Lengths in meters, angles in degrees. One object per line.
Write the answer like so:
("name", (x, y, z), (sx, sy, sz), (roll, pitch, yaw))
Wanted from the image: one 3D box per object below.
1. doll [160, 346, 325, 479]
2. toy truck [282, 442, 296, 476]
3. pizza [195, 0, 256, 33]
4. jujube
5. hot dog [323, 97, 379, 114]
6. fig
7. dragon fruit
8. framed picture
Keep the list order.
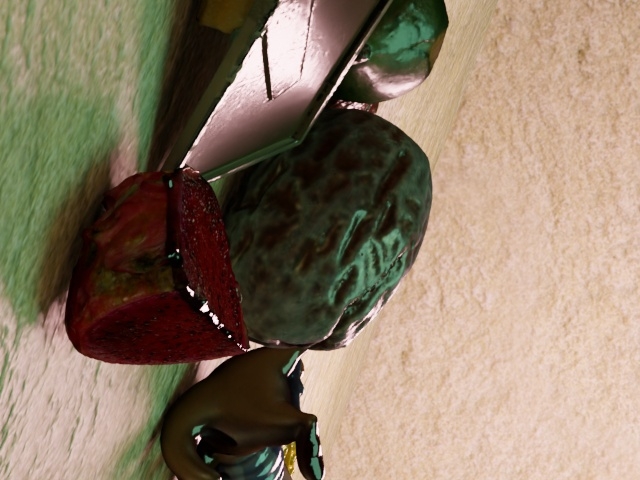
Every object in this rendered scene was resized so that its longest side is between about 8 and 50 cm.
("doll", (-0.090, 0.290, 2.145), (0.318, 0.209, 0.339), (-57, 168, -36))
("toy truck", (-0.093, 0.334, 2.498), (0.227, 0.114, 0.098), (99, 16, -53))
("pizza", (-0.002, -0.332, 1.603), (0.409, 0.114, 0.277), (-55, 158, -33))
("jujube", (-0.008, -0.005, 1.955), (0.246, 0.215, 0.308), (-24, -149, 55))
("hot dog", (0.034, -0.212, 2.058), (0.227, 0.099, 0.160), (90, 24, -68))
("fig", (0.040, -0.240, 1.794), (0.245, 0.195, 0.195), (-48, 157, -62))
("dragon fruit", (-0.153, 0.030, 1.470), (0.189, 0.163, 0.261), (-38, 163, -5))
("framed picture", (-0.031, -0.166, 1.572), (0.232, 0.024, 0.315), (-27, 161, -46))
